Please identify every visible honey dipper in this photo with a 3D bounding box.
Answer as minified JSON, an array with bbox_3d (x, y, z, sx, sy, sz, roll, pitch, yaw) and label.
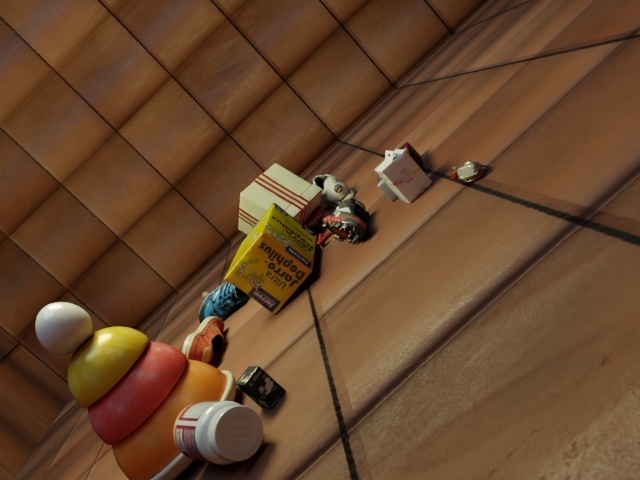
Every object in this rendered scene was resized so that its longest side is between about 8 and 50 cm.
[{"bbox_3d":[0.064,-0.106,2.129,0.160,0.030,0.030,-49,13,-9],"label":"honey dipper"}]

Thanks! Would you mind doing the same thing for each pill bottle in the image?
[{"bbox_3d":[-0.208,0.386,1.154,0.121,0.121,0.221,-52,15,-32],"label":"pill bottle"}]

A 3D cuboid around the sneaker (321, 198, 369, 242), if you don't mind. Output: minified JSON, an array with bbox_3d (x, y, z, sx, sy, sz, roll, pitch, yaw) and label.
[{"bbox_3d":[0.092,-0.068,1.747,0.135,0.098,0.276,-47,11,-5],"label":"sneaker"}]

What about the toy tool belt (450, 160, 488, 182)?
[{"bbox_3d":[0.359,-0.166,1.374,0.051,0.052,0.083,-15,0,-31],"label":"toy tool belt"}]

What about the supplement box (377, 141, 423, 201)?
[{"bbox_3d":[0.253,-0.223,1.811,0.130,0.073,0.239,-40,12,19],"label":"supplement box"}]

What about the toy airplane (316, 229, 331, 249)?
[{"bbox_3d":[0.000,0.000,1.977,0.151,0.028,0.151,-43,12,12],"label":"toy airplane"}]

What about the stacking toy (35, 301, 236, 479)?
[{"bbox_3d":[-0.472,0.323,1.361,0.351,0.480,0.350,-41,12,11],"label":"stacking toy"}]

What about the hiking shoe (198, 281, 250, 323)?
[{"bbox_3d":[-0.347,0.212,2.176,0.304,0.113,0.132,-45,12,-6],"label":"hiking shoe"}]

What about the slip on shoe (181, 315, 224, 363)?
[{"bbox_3d":[-0.368,0.337,1.899,0.331,0.102,0.122,-57,-20,-84],"label":"slip on shoe"}]

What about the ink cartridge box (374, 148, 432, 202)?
[{"bbox_3d":[0.227,-0.190,1.617,0.090,0.143,0.092,-44,12,0],"label":"ink cartridge box"}]

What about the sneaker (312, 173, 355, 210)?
[{"bbox_3d":[0.023,-0.207,2.321,0.122,0.146,0.330,-49,12,-15],"label":"sneaker"}]

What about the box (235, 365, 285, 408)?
[{"bbox_3d":[-0.131,0.316,1.229,0.052,0.083,0.062,-51,15,-28],"label":"box"}]

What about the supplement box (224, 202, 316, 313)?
[{"bbox_3d":[-0.150,0.046,1.857,0.195,0.194,0.356,-50,11,16],"label":"supplement box"}]

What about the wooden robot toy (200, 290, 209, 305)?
[{"bbox_3d":[-0.507,0.257,2.605,0.173,0.079,0.076,-26,22,53],"label":"wooden robot toy"}]

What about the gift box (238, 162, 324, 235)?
[{"bbox_3d":[-0.141,-0.101,2.198,0.255,0.258,0.276,-49,-18,-31],"label":"gift box"}]
